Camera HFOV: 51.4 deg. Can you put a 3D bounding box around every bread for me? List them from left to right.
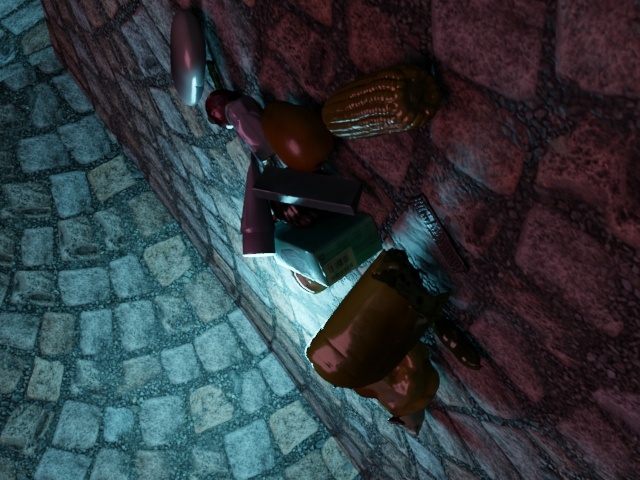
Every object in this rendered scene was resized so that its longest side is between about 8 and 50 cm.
[{"bbox_3d":[0.140,0.213,1.665,0.208,0.376,0.251,49,-157,23],"label":"bread"}]

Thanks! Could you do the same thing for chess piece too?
[{"bbox_3d":[0.008,0.079,2.105,0.307,0.124,0.139,145,122,-66],"label":"chess piece"}]

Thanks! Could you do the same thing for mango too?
[{"bbox_3d":[-0.061,-0.263,1.690,0.254,0.139,0.176,40,151,55],"label":"mango"}]

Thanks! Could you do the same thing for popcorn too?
[{"bbox_3d":[0.180,0.356,1.952,0.297,0.281,0.316,-6,137,33],"label":"popcorn"}]

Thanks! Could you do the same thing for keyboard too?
[{"bbox_3d":[0.269,-0.014,1.511,0.204,0.013,0.061,57,159,-5],"label":"keyboard"}]

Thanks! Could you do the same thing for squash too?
[{"bbox_3d":[-0.053,-0.123,1.815,0.193,0.193,0.156,43,178,30],"label":"squash"}]

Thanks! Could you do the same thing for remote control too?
[{"bbox_3d":[-0.400,-0.546,2.002,0.332,0.103,0.221,127,134,-67],"label":"remote control"}]

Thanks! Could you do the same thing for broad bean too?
[{"bbox_3d":[0.312,0.228,1.734,0.318,0.056,0.098,43,163,43],"label":"broad bean"}]

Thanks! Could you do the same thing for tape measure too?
[{"bbox_3d":[-0.185,-0.309,1.859,0.196,0.105,0.178,53,-171,-3],"label":"tape measure"}]

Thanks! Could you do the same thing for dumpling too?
[{"bbox_3d":[0.281,0.553,2.214,0.136,0.118,0.199,18,117,55],"label":"dumpling"}]

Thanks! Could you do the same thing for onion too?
[{"bbox_3d":[-0.288,-0.396,2.003,0.131,0.131,0.131,45,157,25],"label":"onion"}]

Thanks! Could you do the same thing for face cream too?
[{"bbox_3d":[-0.175,-0.094,1.829,0.154,0.096,0.274,40,-133,-83],"label":"face cream"}]

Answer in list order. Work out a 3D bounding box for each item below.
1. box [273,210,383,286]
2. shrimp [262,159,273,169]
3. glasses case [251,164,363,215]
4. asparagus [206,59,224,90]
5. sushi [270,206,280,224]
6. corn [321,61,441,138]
[{"bbox_3d":[0.000,0.000,1.856,0.311,0.205,0.118,20,136,56],"label":"box"},{"bbox_3d":[-0.190,-0.263,2.112,0.124,0.034,0.178,31,147,53],"label":"shrimp"},{"bbox_3d":[-0.031,-0.124,1.698,0.266,0.105,0.056,12,137,16],"label":"glasses case"},{"bbox_3d":[-0.316,-0.481,2.061,0.036,0.030,0.165,9,133,38],"label":"asparagus"},{"bbox_3d":[-0.147,-0.045,2.330,0.192,0.043,0.279,51,159,10],"label":"sushi"},{"bbox_3d":[0.106,-0.268,1.332,0.131,0.131,0.344,61,160,-14],"label":"corn"}]
